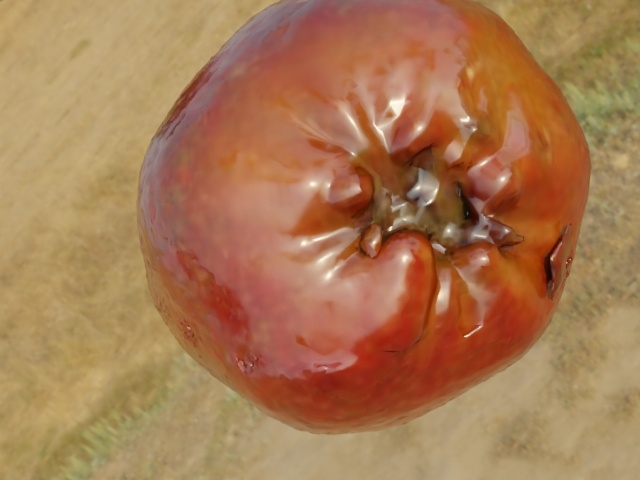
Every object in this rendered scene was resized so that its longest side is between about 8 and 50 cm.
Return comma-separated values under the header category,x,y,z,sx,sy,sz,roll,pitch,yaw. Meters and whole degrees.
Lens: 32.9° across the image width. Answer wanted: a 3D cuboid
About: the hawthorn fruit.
category,x,y,z,sx,sy,sz,roll,pitch,yaw
hawthorn fruit,0.000,0.000,0.563,0.211,0.211,0.299,-62,11,-25
